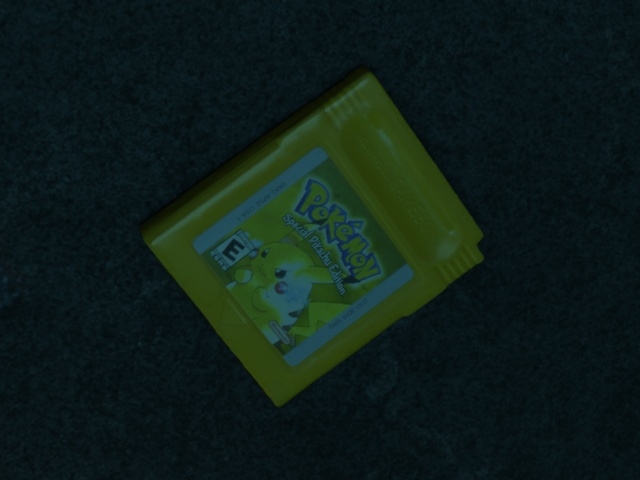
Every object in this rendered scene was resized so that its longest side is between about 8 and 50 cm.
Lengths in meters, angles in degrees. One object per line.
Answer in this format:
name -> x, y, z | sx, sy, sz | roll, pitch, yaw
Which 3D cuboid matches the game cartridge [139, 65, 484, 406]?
game cartridge -> 0.000, 0.000, 2.110 | 0.324, 0.052, 0.285 | -36, 115, 3
